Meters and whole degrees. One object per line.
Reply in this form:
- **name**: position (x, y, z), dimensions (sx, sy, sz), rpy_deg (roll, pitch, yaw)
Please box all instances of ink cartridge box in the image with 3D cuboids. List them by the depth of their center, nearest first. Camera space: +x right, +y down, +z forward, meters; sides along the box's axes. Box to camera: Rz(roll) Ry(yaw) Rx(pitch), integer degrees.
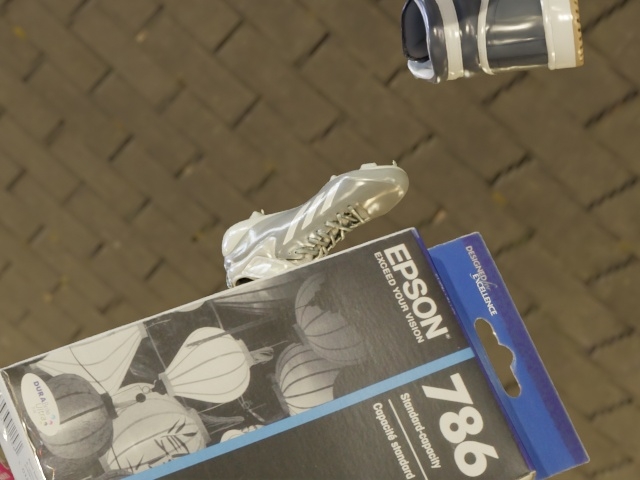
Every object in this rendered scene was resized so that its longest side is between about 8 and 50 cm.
- **ink cartridge box**: position (-0.004, 0.100, 1.104), dimensions (0.165, 0.332, 0.065), rpy_deg (64, 154, 14)

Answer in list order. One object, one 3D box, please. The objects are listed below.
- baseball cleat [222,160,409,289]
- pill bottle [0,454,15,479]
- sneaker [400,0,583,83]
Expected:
- **baseball cleat**: position (0.000, 0.000, 1.939), dimensions (0.206, 0.109, 0.072), rpy_deg (-24, 140, 20)
- **pill bottle**: position (-0.365, 0.151, 1.491), dimensions (0.283, 0.160, 0.160), rpy_deg (45, 154, 9)
- **sneaker**: position (0.143, -0.224, 1.740), dimensions (0.153, 0.282, 0.099), rpy_deg (-9, 118, 5)
